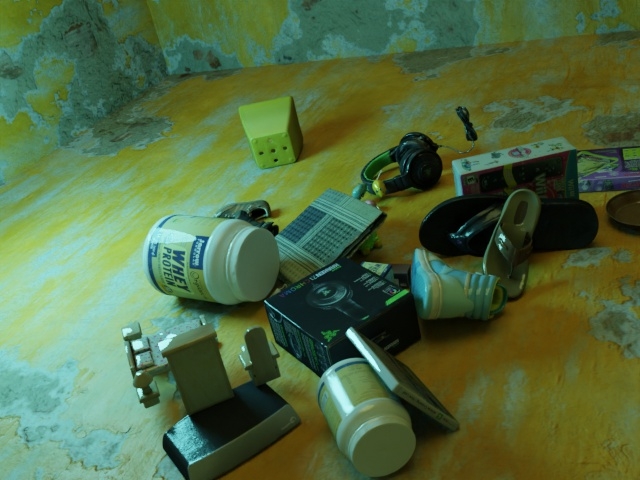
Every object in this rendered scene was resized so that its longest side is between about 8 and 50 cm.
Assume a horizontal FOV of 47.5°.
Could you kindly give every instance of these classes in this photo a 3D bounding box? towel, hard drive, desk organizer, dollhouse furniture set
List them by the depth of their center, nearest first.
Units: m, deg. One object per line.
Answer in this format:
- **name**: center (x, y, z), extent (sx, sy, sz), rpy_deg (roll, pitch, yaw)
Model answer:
- **hard drive**: center (-0.187, 0.383, 1.489), extent (0.255, 0.054, 0.172), rpy_deg (-27, 31, -24)
- **dollhouse furniture set**: center (-0.292, 0.194, 1.619), extent (0.303, 0.173, 0.355), rpy_deg (-20, 32, -14)
- **desk organizer**: center (0.169, 0.090, 1.871), extent (0.130, 0.047, 0.050), rpy_deg (0, 29, 22)
- **towel**: center (0.000, 0.000, 2.004), extent (0.312, 0.056, 0.324), rpy_deg (-43, 31, -10)

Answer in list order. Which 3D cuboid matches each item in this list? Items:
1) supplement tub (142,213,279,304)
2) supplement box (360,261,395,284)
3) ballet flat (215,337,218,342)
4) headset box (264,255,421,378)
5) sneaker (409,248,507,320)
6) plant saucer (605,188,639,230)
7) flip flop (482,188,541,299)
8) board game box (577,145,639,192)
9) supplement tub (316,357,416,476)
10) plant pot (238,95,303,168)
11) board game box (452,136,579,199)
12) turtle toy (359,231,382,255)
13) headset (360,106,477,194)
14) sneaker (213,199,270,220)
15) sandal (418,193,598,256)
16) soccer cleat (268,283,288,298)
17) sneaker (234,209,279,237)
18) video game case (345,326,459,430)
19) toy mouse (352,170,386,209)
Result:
- **supplement tub**: center (-0.292, 0.050, 1.949), extent (0.316, 0.228, 0.228), rpy_deg (5, 34, 31)
- **supplement box**: center (0.137, 0.105, 1.817), extent (0.083, 0.083, 0.056), rpy_deg (5, 33, 30)
- **ballet flat**: center (-0.360, 0.256, 1.777), extent (0.213, 0.068, 0.072), rpy_deg (-15, 29, -3)
- **headset box**: center (0.054, 0.185, 1.661), extent (0.246, 0.131, 0.283), rpy_deg (-28, 32, -24)
- **sneaker**: center (0.322, 0.109, 1.717), extent (0.208, 0.127, 0.319), rpy_deg (4, 19, -1)
- **plant saucer**: center (0.846, -0.074, 1.886), extent (0.199, 0.036, 0.198), rpy_deg (-10, 28, 6)
- **flip flop**: center (0.463, 0.002, 1.727), extent (0.112, 0.080, 0.277), rpy_deg (19, 80, 6)
- **board game box**: center (0.822, -0.209, 2.130), extent (0.347, 0.056, 0.208), rpy_deg (-2, 26, 21)
- **supplement tub**: center (0.085, 0.331, 1.372), extent (0.144, 0.144, 0.199), rpy_deg (-18, 29, -9)
- **plant pot**: center (-0.182, -0.388, 2.733), extent (0.212, 0.212, 0.187), rpy_deg (-11, 41, 4)
- **board game box**: center (0.520, -0.128, 1.926), extent (0.304, 0.224, 0.097), rpy_deg (-14, 27, 1)
- **turtle toy**: center (0.106, -0.005, 2.035), extent (0.130, 0.095, 0.066), rpy_deg (-32, 14, -29)
- **headset**: center (0.308, -0.283, 2.336), extent (0.394, 0.185, 0.243), rpy_deg (-21, 28, 11)
- **sneaker**: center (-0.253, -0.085, 2.344), extent (0.189, 0.066, 0.071), rpy_deg (-17, 30, -6)
- **sandal**: center (0.467, -0.032, 1.833), extent (0.446, 0.167, 0.107), rpy_deg (-4, 26, 15)
- **soccer cleat**: center (-0.116, 0.144, 1.905), extent (0.083, 0.035, 0.029), rpy_deg (-31, 33, -29)
- **sneaker**: center (-0.195, -0.028, 2.203), extent (0.130, 0.087, 0.227), rpy_deg (-10, 27, -7)
- **video game case**: center (0.157, 0.270, 1.424), extent (0.023, 0.193, 0.212), rpy_deg (-50, 32, 3)
- **toy mouse**: center (0.136, -0.135, 2.256), extent (0.143, 0.031, 0.161), rpy_deg (-25, 52, 20)
